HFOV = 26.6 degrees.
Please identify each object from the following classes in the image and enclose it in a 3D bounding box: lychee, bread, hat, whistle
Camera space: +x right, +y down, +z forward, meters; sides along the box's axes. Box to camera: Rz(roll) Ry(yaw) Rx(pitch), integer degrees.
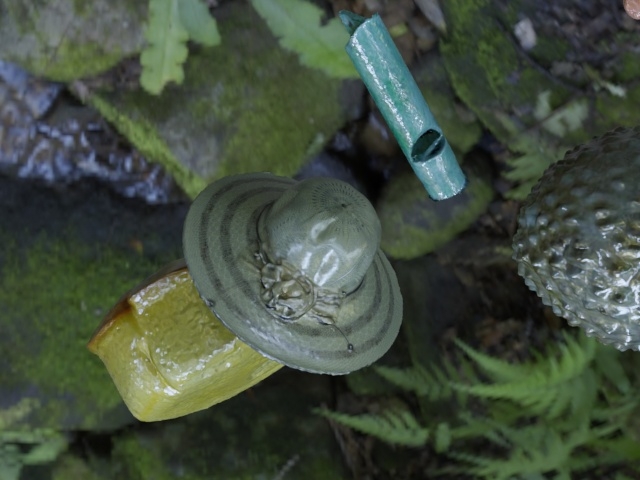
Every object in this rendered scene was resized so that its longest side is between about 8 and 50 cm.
[{"bbox_3d":[0.350,-0.002,1.486,0.274,0.255,0.255,3,136,38],"label":"lychee"},{"bbox_3d":[-0.125,0.095,1.525,0.269,0.148,0.270,-26,166,-7],"label":"bread"},{"bbox_3d":[0.000,0.000,1.330,0.252,0.252,0.110,19,136,-21],"label":"hat"},{"bbox_3d":[0.066,-0.107,1.068,0.039,0.039,0.186,-26,128,9],"label":"whistle"}]

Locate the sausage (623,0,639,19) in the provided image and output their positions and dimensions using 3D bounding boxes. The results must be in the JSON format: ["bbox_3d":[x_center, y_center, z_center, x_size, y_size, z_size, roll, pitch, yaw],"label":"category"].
[{"bbox_3d":[0.277,-0.212,1.119,0.034,0.083,0.034,22,135,24],"label":"sausage"}]
